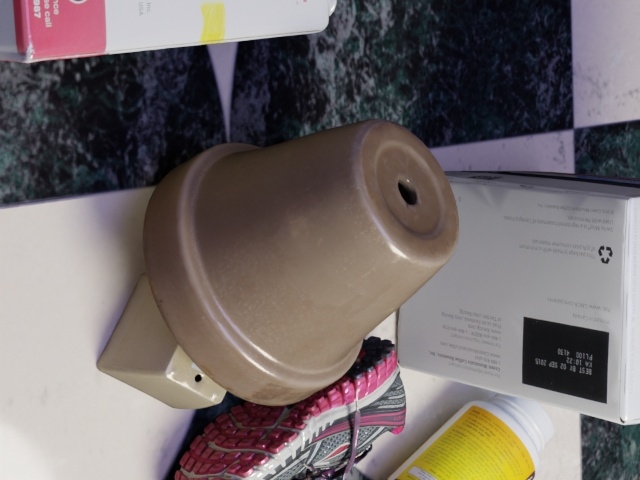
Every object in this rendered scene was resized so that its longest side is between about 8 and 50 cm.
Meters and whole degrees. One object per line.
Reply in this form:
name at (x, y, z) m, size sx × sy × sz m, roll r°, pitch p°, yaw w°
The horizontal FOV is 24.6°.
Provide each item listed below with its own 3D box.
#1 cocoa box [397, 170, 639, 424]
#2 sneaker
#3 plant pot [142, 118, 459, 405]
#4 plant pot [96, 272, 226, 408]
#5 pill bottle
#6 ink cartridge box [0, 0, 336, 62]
cocoa box at (0.279, 0.046, 1.589) m, size 0.228 × 0.347 × 0.231 m, roll -4°, pitch 98°, yaw -36°
sneaker at (-0.019, 0.215, 1.538) m, size 0.299 × 0.121 × 0.112 m, roll -30°, pitch 114°, yaw -30°
plant pot at (0.000, 0.000, 1.393) m, size 0.263 × 0.229 × 0.263 m, roll 28°, pitch 48°, yaw -37°
plant pot at (-0.135, 0.107, 1.452) m, size 0.109 × 0.096 × 0.109 m, roll 33°, pitch 76°, yaw -34°
pill bottle at (0.169, 0.265, 1.681) m, size 0.215 × 0.117 × 0.117 m, roll -40°, pitch 117°, yaw -25°
ink cartridge box at (-0.169, -0.306, 1.277) m, size 0.384 × 0.160 × 0.279 m, roll -14°, pitch 106°, yaw -51°
